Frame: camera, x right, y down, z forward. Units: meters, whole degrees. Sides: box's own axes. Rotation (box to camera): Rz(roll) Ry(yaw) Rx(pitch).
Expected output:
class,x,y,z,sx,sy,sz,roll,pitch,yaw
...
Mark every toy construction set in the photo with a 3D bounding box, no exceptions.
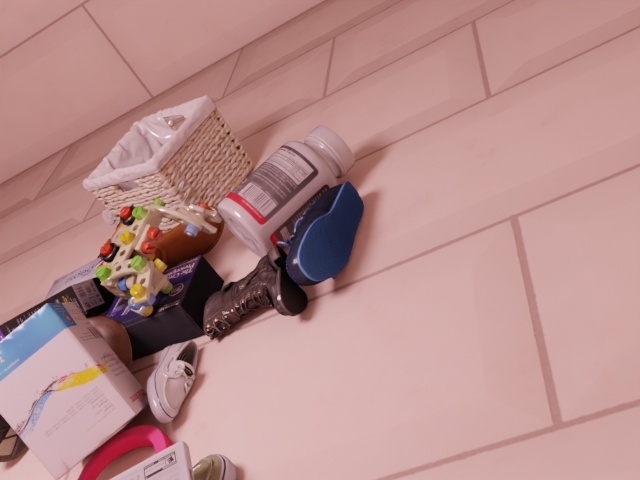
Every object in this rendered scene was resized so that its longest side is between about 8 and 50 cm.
class,x,y,z,sx,sy,sz,roll,pitch,yaw
toy construction set,-0.380,0.015,1.785,0.215,0.151,0.327,2,44,37

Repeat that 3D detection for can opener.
class,x,y,z,sx,sy,sz,roll,pitch,yaw
can opener,-0.576,-0.126,2.518,0.280,0.074,0.093,-26,29,18

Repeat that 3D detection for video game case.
class,x,y,z,sx,sy,sz,roll,pitch,yaw
video game case,-0.289,0.437,1.198,0.227,0.026,0.206,-29,36,2

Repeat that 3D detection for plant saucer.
class,x,y,z,sx,sy,sz,roll,pitch,yaw
plant saucer,-0.546,0.305,1.738,0.311,0.050,0.310,-17,57,28

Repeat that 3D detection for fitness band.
class,x,y,z,sx,sy,sz,roll,pitch,yaw
fitness band,-0.348,0.449,1.415,0.209,0.054,0.291,-37,29,-3

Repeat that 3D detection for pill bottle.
class,x,y,z,sx,sy,sz,roll,pitch,yaw
pill bottle,-0.072,-0.121,1.853,0.318,0.176,0.176,-44,29,-15

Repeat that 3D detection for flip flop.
class,x,y,z,sx,sy,sz,roll,pitch,yaw
flip flop,-0.736,0.417,1.848,0.277,0.112,0.080,56,132,51

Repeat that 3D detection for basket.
class,x,y,z,sx,sy,sz,roll,pitch,yaw
basket,-0.427,-0.198,2.264,0.328,0.266,0.331,-9,38,39

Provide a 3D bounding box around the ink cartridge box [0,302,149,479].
class,x,y,z,sx,sy,sz,roll,pitch,yaw
ink cartridge box,-0.499,0.285,1.541,0.197,0.270,0.198,-40,-1,-5

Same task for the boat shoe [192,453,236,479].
class,x,y,z,sx,sy,sz,roll,pitch,yaw
boat shoe,-0.244,0.457,1.243,0.109,0.094,0.302,-3,42,45

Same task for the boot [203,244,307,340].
class,x,y,z,sx,sy,sz,roll,pitch,yaw
boot,-0.149,0.137,1.660,0.229,0.091,0.263,-37,24,9

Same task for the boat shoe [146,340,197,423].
class,x,y,z,sx,sy,sz,roll,pitch,yaw
boat shoe,-0.293,0.272,1.592,0.076,0.083,0.226,-31,28,11

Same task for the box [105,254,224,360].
class,x,y,z,sx,sy,sz,roll,pitch,yaw
box,-0.373,0.162,1.833,0.261,0.103,0.184,-22,34,24

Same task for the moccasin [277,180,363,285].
class,x,y,z,sx,sy,sz,roll,pitch,yaw
moccasin,0.000,0.000,1.672,0.117,0.137,0.342,-23,16,31

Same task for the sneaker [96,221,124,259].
class,x,y,z,sx,sy,sz,roll,pitch,yaw
sneaker,-0.553,0.037,2.233,0.262,0.121,0.099,-46,20,36

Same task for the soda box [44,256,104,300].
class,x,y,z,sx,sy,sz,roll,pitch,yaw
soda box,-0.616,0.115,2.176,0.286,0.091,0.098,-26,28,17

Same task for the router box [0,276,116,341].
class,x,y,z,sx,sy,sz,roll,pitch,yaw
router box,-0.619,0.171,1.965,0.243,0.081,0.309,-28,0,14

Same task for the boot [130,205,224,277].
class,x,y,z,sx,sy,sz,roll,pitch,yaw
boot,-0.388,0.017,1.963,0.283,0.109,0.220,-28,-2,22
